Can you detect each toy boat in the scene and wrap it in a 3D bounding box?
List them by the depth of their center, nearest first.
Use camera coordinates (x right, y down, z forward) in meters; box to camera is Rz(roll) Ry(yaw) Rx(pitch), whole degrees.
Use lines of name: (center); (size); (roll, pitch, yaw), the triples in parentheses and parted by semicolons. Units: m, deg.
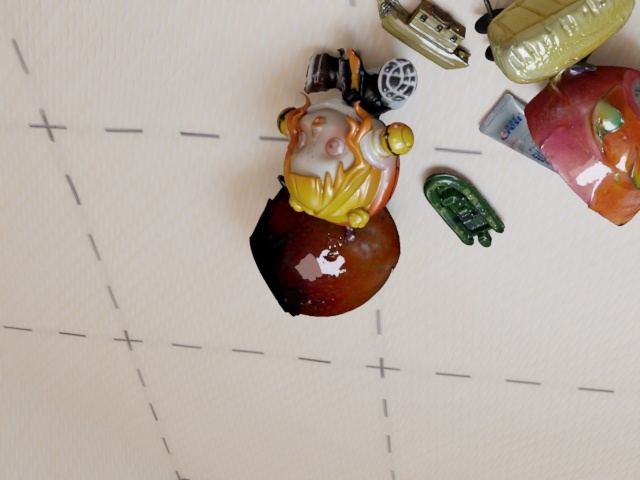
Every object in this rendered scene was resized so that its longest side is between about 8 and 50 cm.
toy boat: (0.181, -0.368, 1.486); (0.200, 0.057, 0.077); (30, 129, -12)
toy boat: (0.287, -0.065, 1.751); (0.104, 0.052, 0.210); (-23, 124, 36)

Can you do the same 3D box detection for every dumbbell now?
dumbbell: (0.303, -0.348, 1.458); (0.069, 0.069, 0.147); (-12, 128, 27)

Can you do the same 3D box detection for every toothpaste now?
toothpaste: (0.455, -0.159, 1.606); (0.323, 0.066, 0.100); (30, 134, -5)

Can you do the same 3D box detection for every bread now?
bread: (0.383, -0.343, 1.361); (0.236, 0.140, 0.106); (-32, 124, 10)

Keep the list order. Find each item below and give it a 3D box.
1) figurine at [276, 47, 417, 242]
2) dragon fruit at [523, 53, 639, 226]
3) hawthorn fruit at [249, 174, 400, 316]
figurine: (0.051, -0.168, 1.538); (0.196, 0.323, 0.320); (19, 180, -44)
dragon fruit: (0.486, -0.182, 1.421); (0.290, 0.291, 0.189); (33, 127, -16)
hawthorn fruit: (0.007, 0.015, 1.741); (0.316, 0.316, 0.316); (9, 135, 9)
